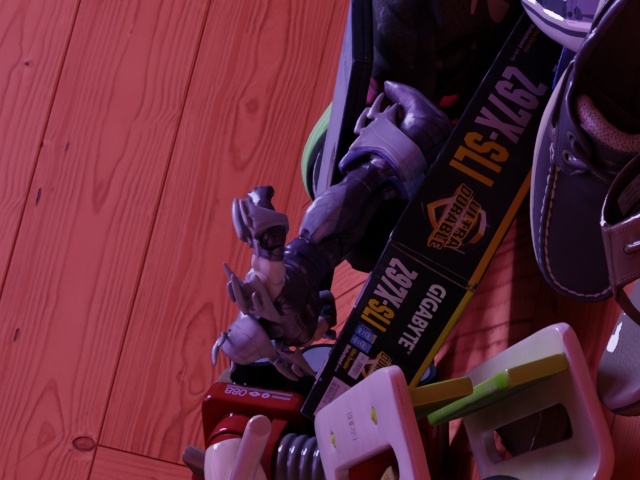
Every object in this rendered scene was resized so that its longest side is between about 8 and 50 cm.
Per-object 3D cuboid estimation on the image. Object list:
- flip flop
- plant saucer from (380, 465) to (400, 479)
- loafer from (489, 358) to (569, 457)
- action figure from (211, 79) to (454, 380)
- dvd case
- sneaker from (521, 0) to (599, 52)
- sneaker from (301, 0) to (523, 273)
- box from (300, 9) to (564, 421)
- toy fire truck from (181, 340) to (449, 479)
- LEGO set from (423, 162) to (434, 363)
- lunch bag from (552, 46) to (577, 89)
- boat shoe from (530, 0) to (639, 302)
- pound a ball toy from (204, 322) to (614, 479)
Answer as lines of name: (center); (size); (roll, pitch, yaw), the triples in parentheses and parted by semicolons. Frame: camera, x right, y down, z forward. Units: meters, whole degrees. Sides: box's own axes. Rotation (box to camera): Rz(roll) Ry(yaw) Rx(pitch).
flip flop: (0.209, -0.025, 1.001); (0.112, 0.080, 0.277); (-88, 13, -60)
plant saucer: (0.059, 0.385, 1.330); (0.333, 0.081, 0.333); (-111, 37, -76)
loafer: (0.147, 0.130, 1.278); (0.148, 0.050, 0.056); (-99, 25, -72)
action figure: (0.000, 0.000, 1.464); (0.285, 0.099, 0.185); (-51, -25, -17)
dvd case: (0.019, -0.091, 1.645); (0.180, 0.022, 0.253); (-87, 7, -62)
sneaker: (0.178, -0.241, 1.214); (0.321, 0.126, 0.127); (-114, 4, -56)
sneaker: (0.115, -0.146, 1.751); (0.483, 0.185, 0.202); (108, 155, -48)
box: (0.112, -0.020, 1.379); (0.322, 0.079, 0.257); (-57, -7, -38)
toy fire truck: (-0.018, 0.185, 1.498); (0.246, 0.217, 0.158); (-56, -31, -55)
LEGO set: (0.090, 0.023, 1.647); (0.244, 0.060, 0.182); (82, -165, -57)
lunch bag: (0.215, -0.148, 1.269); (0.067, 0.065, 0.098); (-41, -33, -75)
boat shoe: (0.191, -0.078, 1.078); (0.092, 0.103, 0.285); (-52, -18, -59)
pound a ball toy: (0.048, 0.165, 1.163); (0.319, 0.208, 0.136); (128, 127, -73)
